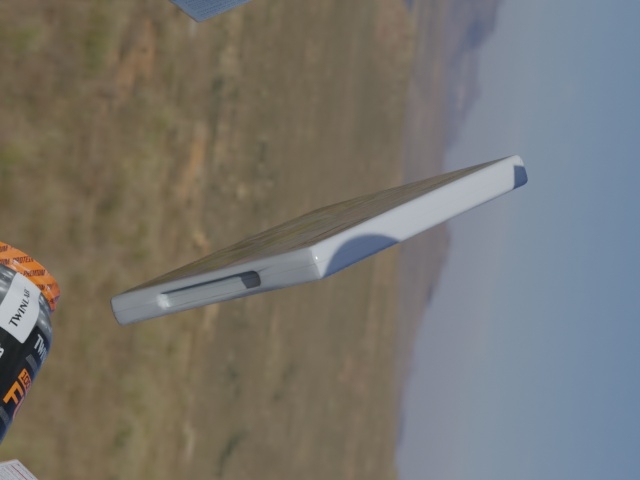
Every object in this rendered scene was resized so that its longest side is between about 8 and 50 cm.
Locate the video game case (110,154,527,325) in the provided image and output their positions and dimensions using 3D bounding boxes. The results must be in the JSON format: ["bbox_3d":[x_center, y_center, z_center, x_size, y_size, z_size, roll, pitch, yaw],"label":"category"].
[{"bbox_3d":[0.000,0.000,1.817,0.329,0.300,0.036,-25,97,-45],"label":"video game case"}]

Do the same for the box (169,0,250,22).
[{"bbox_3d":[-0.092,-0.350,1.896,0.119,0.182,0.181,24,46,-77],"label":"box"}]

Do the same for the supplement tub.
[{"bbox_3d":[-0.275,0.098,1.349,0.117,0.117,0.190,92,20,-60],"label":"supplement tub"}]

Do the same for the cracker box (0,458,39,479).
[{"bbox_3d":[-0.387,0.311,1.831,0.156,0.067,0.232,-55,161,14],"label":"cracker box"}]
